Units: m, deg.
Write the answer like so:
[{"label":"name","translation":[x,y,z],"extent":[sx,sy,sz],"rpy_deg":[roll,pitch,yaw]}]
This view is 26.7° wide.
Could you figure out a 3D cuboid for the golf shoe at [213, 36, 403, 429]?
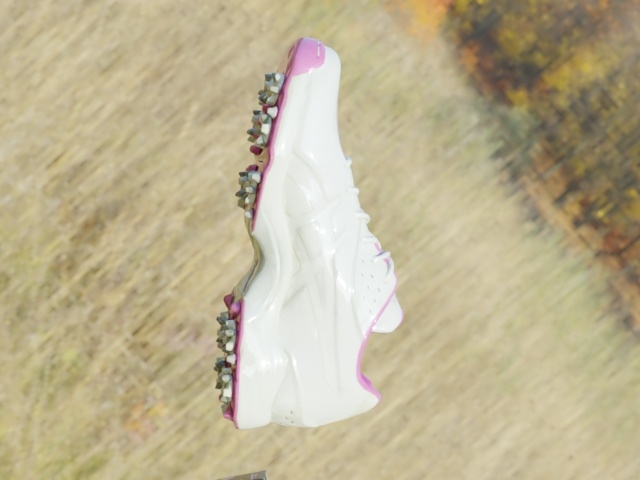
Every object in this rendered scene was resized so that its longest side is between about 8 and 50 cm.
[{"label":"golf shoe","translation":[0.000,0.000,1.035],"extent":[0.140,0.306,0.115],"rpy_deg":[6,14,-7]}]

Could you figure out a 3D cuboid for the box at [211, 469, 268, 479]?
[{"label":"box","translation":[-0.086,0.254,1.254],"extent":[0.052,0.083,0.062],"rpy_deg":[59,20,-90]}]
